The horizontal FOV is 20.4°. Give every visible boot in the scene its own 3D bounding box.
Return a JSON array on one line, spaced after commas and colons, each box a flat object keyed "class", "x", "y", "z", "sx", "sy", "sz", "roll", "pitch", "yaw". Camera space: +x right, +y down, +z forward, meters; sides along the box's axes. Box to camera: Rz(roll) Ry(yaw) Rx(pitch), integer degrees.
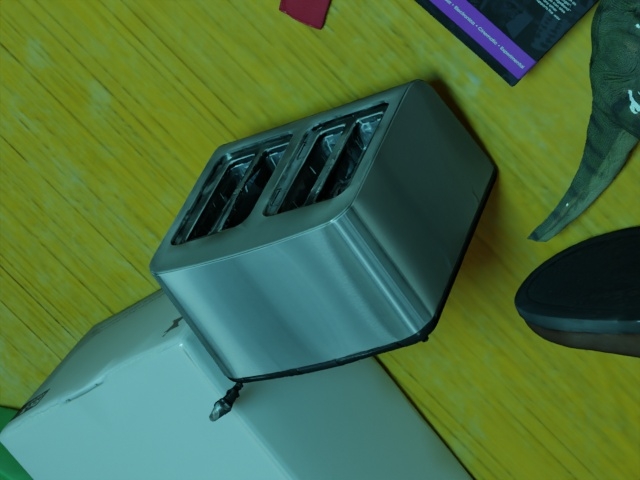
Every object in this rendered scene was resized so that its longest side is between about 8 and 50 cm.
[{"class": "boot", "x": 0.275, "y": 0.122, "z": 1.134, "sx": 0.264, "sy": 0.096, "sz": 0.280, "roll": -4, "pitch": 127, "yaw": 22}]

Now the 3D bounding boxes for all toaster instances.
[{"class": "toaster", "x": 0.000, "y": 0.000, "z": 1.110, "sx": 0.168, "sy": 0.186, "sz": 0.110, "roll": -16, "pitch": 123, "yaw": 36}]

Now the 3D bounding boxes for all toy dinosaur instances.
[{"class": "toy dinosaur", "x": 0.200, "y": -0.080, "z": 1.030, "sx": 0.118, "sy": 0.064, "sz": 0.268, "roll": 18, "pitch": 139, "yaw": 11}]

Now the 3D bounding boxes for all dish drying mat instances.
[{"class": "dish drying mat", "x": -0.004, "y": -0.171, "z": 1.110, "sx": 0.032, "sy": 0.008, "sz": 0.083, "roll": 26, "pitch": 130, "yaw": 9}]

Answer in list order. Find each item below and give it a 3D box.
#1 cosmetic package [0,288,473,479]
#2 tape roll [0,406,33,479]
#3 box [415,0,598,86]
[{"class": "cosmetic package", "x": -0.020, "y": 0.207, "z": 1.287, "sx": 0.217, "sy": 0.156, "sz": 0.385, "roll": -26, "pitch": 106, "yaw": 38}, {"class": "tape roll", "x": -0.257, "y": 0.297, "z": 1.489, "sx": 0.321, "sy": 0.077, "sz": 0.321, "roll": 16, "pitch": 121, "yaw": 29}, {"class": "box", "x": 0.120, "y": -0.178, "z": 1.025, "sx": 0.116, "sy": 0.029, "sz": 0.162, "roll": 41, "pitch": 133, "yaw": -4}]
